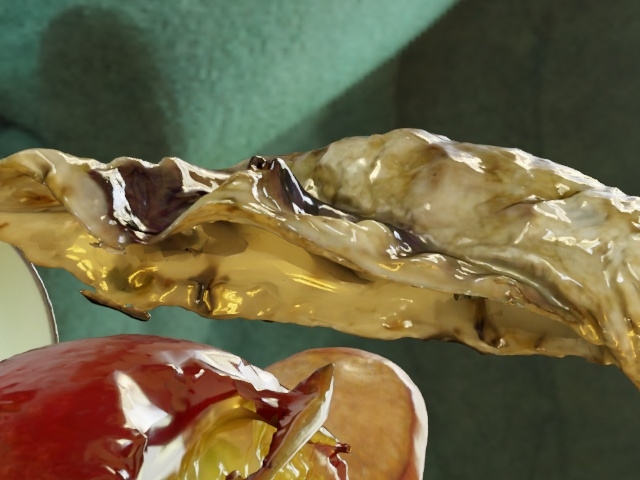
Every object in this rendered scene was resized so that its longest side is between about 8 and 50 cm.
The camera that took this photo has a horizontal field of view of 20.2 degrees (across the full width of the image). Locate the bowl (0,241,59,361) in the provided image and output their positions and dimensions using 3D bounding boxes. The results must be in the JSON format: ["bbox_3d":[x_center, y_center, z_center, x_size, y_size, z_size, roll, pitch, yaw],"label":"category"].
[{"bbox_3d":[-0.481,0.123,1.948,0.354,0.185,0.353,8,76,-32],"label":"bowl"}]

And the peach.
[{"bbox_3d":[-0.144,0.235,0.972,0.406,0.310,0.335,-64,143,-49],"label":"peach"}]

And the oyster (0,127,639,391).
[{"bbox_3d":[0.002,-0.004,0.652,0.294,0.166,0.094,13,87,-18],"label":"oyster"}]

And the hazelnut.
[{"bbox_3d":[-0.003,0.173,1.469,0.182,0.182,0.182,-32,127,-55],"label":"hazelnut"}]
